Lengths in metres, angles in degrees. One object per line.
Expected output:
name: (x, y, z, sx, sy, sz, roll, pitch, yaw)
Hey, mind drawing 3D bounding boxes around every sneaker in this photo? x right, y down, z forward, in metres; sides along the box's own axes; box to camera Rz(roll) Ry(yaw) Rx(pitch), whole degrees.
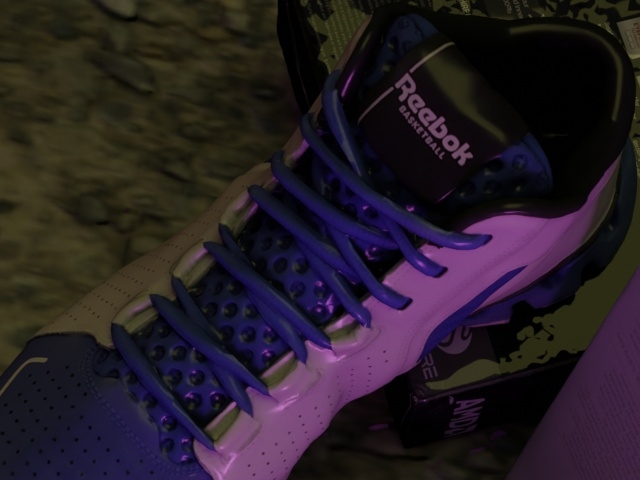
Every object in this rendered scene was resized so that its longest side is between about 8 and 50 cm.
sneaker: (0.001, -0.001, 0.740, 0.315, 0.182, 0.127, -34, 73, -15)

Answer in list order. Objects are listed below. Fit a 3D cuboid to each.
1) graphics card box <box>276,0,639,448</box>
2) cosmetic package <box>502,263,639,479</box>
graphics card box: (0.183, -0.062, 0.914, 0.371, 0.094, 0.233, -15, 72, -8)
cosmetic package: (0.165, 0.077, 0.802, 0.117, 0.231, 0.085, -12, 63, -20)
